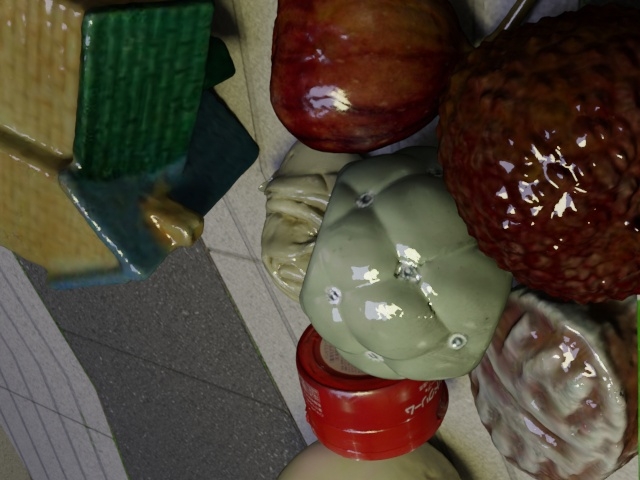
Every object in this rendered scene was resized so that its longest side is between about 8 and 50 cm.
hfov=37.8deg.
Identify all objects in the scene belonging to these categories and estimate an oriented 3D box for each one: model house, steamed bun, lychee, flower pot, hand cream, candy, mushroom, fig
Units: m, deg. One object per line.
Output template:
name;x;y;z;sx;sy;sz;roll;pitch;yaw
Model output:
model house;-0.245;-0.176;1.134;0.343;0.334;0.382;25;134;12
steamed bun;-0.002;-0.002;1.159;0.211;0.144;0.218;41;142;10
lychee;0.228;-0.075;0.789;0.261;0.260;0.260;27;139;26
flower pot;0.090;0.023;0.969;0.195;0.246;0.246;18;139;2
hand cream;0.067;0.177;1.217;0.193;0.193;0.125;17;135;35
candy;0.269;0.148;1.016;0.214;0.157;0.289;52;154;27
mushroom;0.091;0.410;1.352;0.315;0.356;0.315;5;96;57
fig;0.076;-0.180;0.915;0.250;0.203;0.186;7;173;-1

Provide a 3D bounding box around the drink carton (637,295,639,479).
drink carton;0.365;0.146;0.817;0.108;0.271;0.161;18;158;-32
